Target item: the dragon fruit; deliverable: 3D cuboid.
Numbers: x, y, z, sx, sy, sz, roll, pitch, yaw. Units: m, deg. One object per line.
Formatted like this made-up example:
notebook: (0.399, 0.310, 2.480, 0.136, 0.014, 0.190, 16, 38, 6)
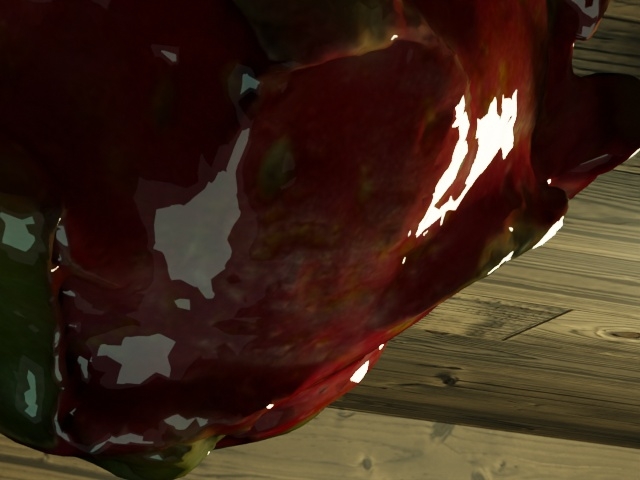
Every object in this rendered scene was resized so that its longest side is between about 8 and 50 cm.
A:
dragon fruit: (-0.045, -0.064, 0.440, 0.231, 0.237, 0.302, -35, 163, -19)
